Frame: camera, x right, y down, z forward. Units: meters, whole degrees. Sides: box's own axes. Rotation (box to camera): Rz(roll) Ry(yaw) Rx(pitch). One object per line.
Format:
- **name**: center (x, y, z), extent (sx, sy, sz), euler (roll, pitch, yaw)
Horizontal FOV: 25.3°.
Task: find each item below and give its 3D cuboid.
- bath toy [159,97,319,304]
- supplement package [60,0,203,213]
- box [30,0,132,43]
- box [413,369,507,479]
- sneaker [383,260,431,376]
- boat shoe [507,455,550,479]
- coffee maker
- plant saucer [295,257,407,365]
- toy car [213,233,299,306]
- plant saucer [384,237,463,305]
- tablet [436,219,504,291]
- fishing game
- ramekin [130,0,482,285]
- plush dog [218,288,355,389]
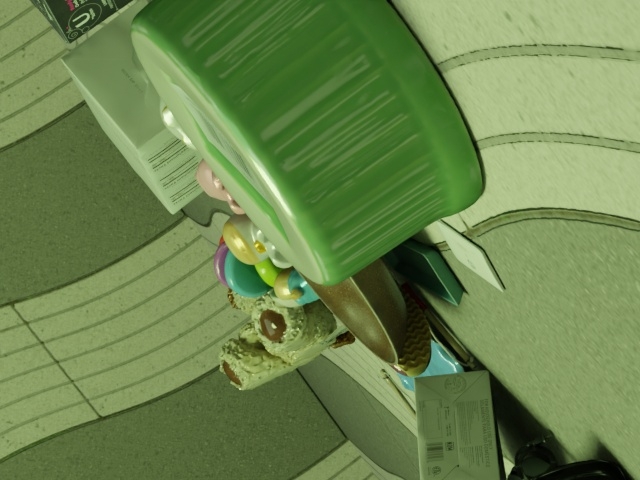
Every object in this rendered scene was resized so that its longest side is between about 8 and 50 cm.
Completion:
- **bath toy**: center (-0.090, -0.080, 1.809), extent (0.348, 0.151, 0.129), euler (57, -154, -28)
- **supplement package**: center (-0.225, -0.184, 1.992), extent (0.194, 0.149, 0.203), euler (49, 171, 24)
- **box**: center (-0.350, -0.401, 1.799), extent (0.247, 0.142, 0.163), euler (49, 172, 22)
- **box**: center (0.175, 0.301, 1.671), extent (0.290, 0.087, 0.169), euler (75, -169, -48)
- **sneaker**: center (0.072, 0.092, 1.690), extent (0.084, 0.069, 0.185), euler (101, 146, -56)
- **boat shoe**: center (0.284, 0.396, 1.573), extent (0.367, 0.156, 0.136), euler (48, 170, 44)
- **coffee maker**: center (0.243, 0.274, 1.428), extent (0.171, 0.120, 0.178), euler (51, 171, 17)
- **plant saucer**: center (0.000, 0.000, 1.541), extent (0.311, 0.050, 0.310), euler (50, 173, 9)
- **toy car**: center (-0.086, 0.014, 2.009), extent (0.159, 0.136, 0.182), euler (57, -163, -23)
- **plant saucer**: center (0.099, 0.021, 1.518), extent (0.067, 0.018, 0.192), euler (55, 171, -18)
- **tablet**: center (0.137, 0.014, 1.312), extent (0.054, 0.006, 0.083), euler (57, 171, -32)
- **fishing game**: center (0.141, 0.164, 1.762), extent (0.189, 0.041, 0.264), euler (51, 158, 26)
- **ramekin**: center (-0.020, -0.108, 1.162), extent (0.303, 0.148, 0.303), euler (51, 172, 10)
- **plush dog**: center (-0.068, 0.093, 2.365), extent (0.225, 0.210, 0.262), euler (65, 148, 19)
